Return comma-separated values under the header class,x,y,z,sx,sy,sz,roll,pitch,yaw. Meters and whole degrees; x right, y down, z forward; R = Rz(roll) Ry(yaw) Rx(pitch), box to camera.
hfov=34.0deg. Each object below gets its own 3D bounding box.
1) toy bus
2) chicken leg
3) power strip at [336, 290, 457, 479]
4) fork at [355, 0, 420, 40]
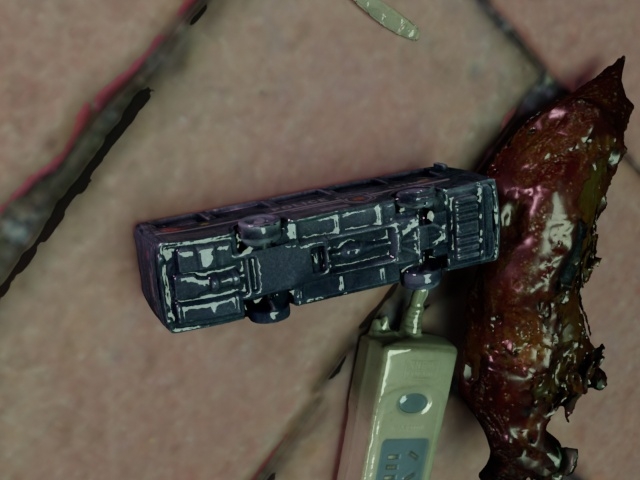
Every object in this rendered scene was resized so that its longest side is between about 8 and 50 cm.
class,x,y,z,sx,sy,sz,roll,pitch,yaw
toy bus,0.000,0.000,0.485,0.166,0.065,0.047,-12,108,-21
chicken leg,0.118,0.018,0.548,0.105,0.063,0.233,-9,106,-54
power strip,0.035,0.116,0.553,0.047,0.030,0.191,5,102,-28
fork,0.005,-0.123,0.487,0.115,0.012,0.016,27,95,-34
